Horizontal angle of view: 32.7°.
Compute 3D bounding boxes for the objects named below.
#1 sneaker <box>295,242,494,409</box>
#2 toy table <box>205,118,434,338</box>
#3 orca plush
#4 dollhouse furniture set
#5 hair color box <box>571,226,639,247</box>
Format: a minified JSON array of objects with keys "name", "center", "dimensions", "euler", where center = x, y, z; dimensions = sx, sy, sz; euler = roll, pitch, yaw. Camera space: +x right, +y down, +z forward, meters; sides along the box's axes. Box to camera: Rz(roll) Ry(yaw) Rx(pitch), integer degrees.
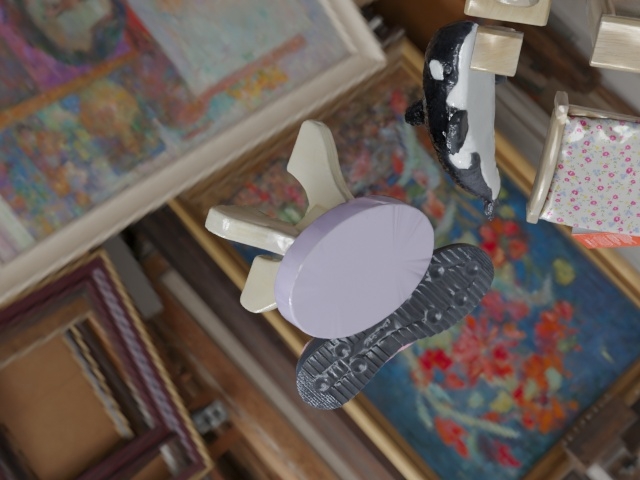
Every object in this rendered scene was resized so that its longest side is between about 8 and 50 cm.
[{"name":"sneaker","center":[0.094,0.100,1.524],"dimensions":[0.319,0.112,0.131],"euler":[-35,-167,6]},{"name":"toy table","center":[0.000,0.000,1.303],"dimensions":[0.274,0.161,0.252],"euler":[15,104,-57]},{"name":"orca plush","center":[0.158,-0.152,1.321],"dimensions":[0.151,0.102,0.287],"euler":[-66,151,-18]},{"name":"dollhouse furniture set","center":[0.267,-0.072,1.066],"dimensions":[0.174,0.303,0.356],"euler":[-73,172,-59]},{"name":"hair color box","center":[0.367,-0.032,1.266],"dimensions":[0.141,0.043,0.072],"euler":[-3,-117,47]}]
